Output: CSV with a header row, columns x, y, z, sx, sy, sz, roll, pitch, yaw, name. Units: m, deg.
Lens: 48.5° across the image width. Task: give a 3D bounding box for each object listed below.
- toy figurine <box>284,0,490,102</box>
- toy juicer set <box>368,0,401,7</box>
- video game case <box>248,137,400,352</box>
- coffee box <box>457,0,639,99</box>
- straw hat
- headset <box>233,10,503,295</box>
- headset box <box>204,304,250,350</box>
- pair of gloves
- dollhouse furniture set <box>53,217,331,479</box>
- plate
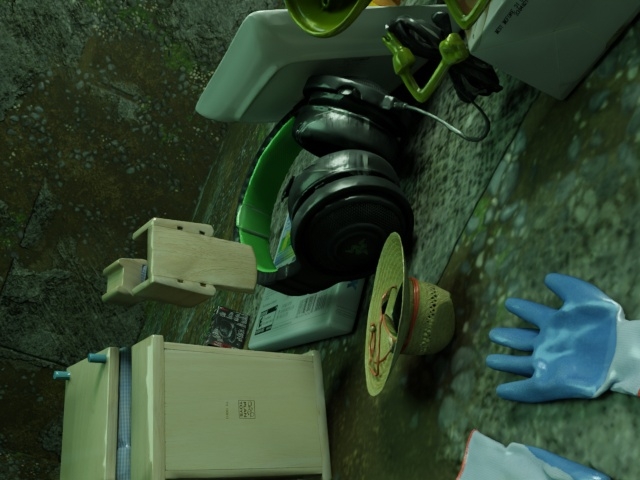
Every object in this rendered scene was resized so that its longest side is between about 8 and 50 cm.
x,y,z,sx,sy,sz,roll,pitch,yaw,name
0.133,-0.309,0.524,0.217,0.191,0.362,-42,-14,-45,toy figurine
0.083,-0.336,0.889,0.209,0.090,0.329,-68,15,2,toy juicer set
0.000,0.000,0.989,0.329,0.036,0.299,-31,41,65,video game case
0.188,-0.255,0.605,0.141,0.098,0.246,-54,22,39,coffee box
0.082,0.067,0.611,0.144,0.061,0.144,-172,90,-85,straw hat
0.014,-0.091,0.762,0.394,0.185,0.243,-27,50,42,headset
-0.165,0.164,1.250,0.032,0.062,0.083,-43,31,56,headset box
0.139,0.115,0.443,0.198,0.023,0.159,-70,17,-6,pair of gloves
-0.169,0.172,0.808,0.303,0.198,0.286,-29,58,44,dollhouse furniture set
0.008,-0.205,0.880,0.278,0.278,0.045,152,107,-65,plate
